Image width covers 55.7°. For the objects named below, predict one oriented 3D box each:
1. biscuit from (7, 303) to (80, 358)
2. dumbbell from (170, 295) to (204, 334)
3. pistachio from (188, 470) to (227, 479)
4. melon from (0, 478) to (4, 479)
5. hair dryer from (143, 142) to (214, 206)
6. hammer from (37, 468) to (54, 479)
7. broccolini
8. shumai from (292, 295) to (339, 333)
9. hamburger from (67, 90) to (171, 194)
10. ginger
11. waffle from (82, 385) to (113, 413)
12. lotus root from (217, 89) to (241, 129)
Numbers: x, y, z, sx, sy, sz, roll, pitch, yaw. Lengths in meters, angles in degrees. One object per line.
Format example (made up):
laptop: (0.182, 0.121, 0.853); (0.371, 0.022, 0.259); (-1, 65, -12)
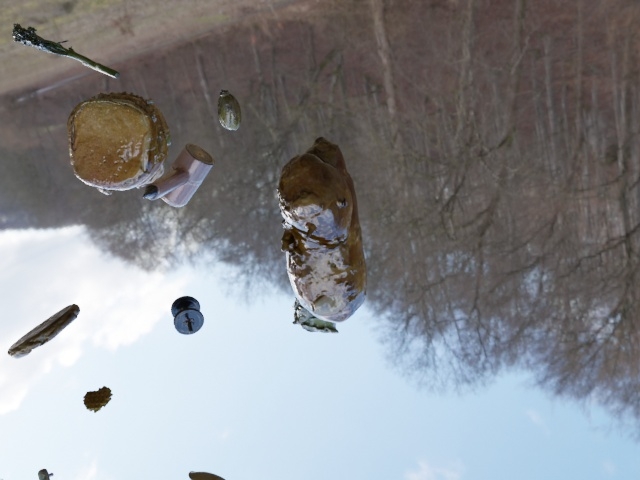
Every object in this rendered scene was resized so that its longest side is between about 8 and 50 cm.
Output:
biscuit: (-0.758, 0.250, 1.667); (0.226, 0.042, 0.226); (-31, -166, 9)
dumbbell: (-0.301, 0.168, 1.363); (0.069, 0.069, 0.147); (-22, -150, -9)
pistachio: (-0.269, 0.682, 1.550); (0.138, 0.238, 0.153); (-44, -157, -9)
melon: (-0.823, 0.715, 1.491); (0.331, 0.226, 0.344); (10, 176, -36)
hair dryer: (-0.446, -0.164, 1.769); (0.189, 0.107, 0.344); (-49, -178, 21)
hammer: (-0.856, 0.739, 1.897); (0.031, 0.052, 0.083); (-20, 167, -7)
broccolini: (-0.644, -0.479, 1.537); (0.272, 0.062, 0.123); (20, -158, -22)
shumai: (0.008, 0.204, 1.715); (0.184, 0.141, 0.184); (-11, -179, 0)
hamburger: (-0.493, -0.254, 1.490); (0.245, 0.260, 0.211); (-41, -178, 10)
ginger: (0.000, 0.000, 1.297); (0.176, 0.418, 0.254); (1, -163, 15)
waffle: (-0.643, 0.456, 1.749); (0.085, 0.016, 0.078); (-31, -125, -13)
lotus root: (-0.214, -0.307, 1.420); (0.049, 0.099, 0.054); (-27, -149, -33)
